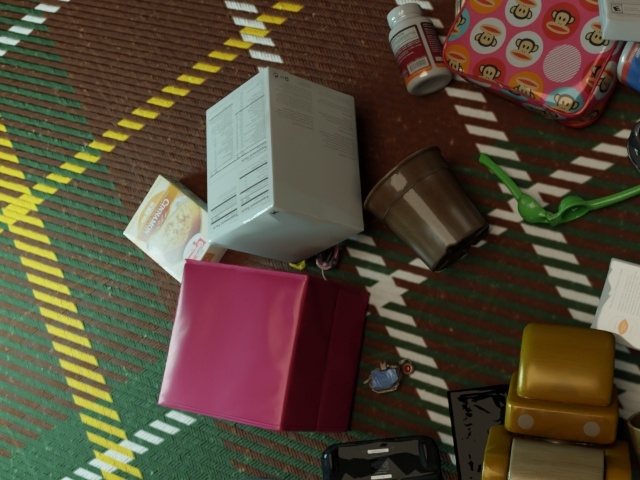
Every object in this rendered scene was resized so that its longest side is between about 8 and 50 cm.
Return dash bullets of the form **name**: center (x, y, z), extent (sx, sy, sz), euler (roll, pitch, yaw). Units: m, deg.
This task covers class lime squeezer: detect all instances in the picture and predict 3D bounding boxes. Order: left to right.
- **lime squeezer**: center (0.400, -0.072, 1.882), extent (0.310, 0.058, 0.110), euler (10, 55, 29)

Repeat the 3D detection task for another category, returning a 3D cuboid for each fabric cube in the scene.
- **fabric cube**: center (-0.093, 0.186, 1.977), extent (0.254, 0.259, 0.258), euler (6, 83, 29)

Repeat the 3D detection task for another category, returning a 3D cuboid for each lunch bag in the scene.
- **lunch bag**: center (0.374, -0.350, 1.887), extent (0.293, 0.120, 0.258), euler (29, 96, 28)

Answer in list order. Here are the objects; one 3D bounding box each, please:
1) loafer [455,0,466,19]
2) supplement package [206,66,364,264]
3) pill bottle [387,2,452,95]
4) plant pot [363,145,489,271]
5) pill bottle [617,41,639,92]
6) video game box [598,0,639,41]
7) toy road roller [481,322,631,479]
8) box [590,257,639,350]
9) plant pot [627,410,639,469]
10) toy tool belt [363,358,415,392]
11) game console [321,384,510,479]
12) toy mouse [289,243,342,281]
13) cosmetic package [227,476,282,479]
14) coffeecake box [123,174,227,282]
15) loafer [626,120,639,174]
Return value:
- **loafer**: center (0.262, -0.447, 2.007), extent (0.039, 0.045, 0.125), euler (5, 91, 11)
- **supplement package**: center (-0.067, -0.125, 1.983), extent (0.198, 0.199, 0.262), euler (-27, 58, 45)
- **pill bottle**: center (0.173, -0.341, 2.009), extent (0.086, 0.086, 0.152), euler (-25, 72, 22)
- **plant pot**: center (0.189, -0.047, 1.924), extent (0.167, 0.167, 0.165), euler (-44, 73, 15)
- **pill bottle**: center (0.587, -0.254, 1.760), extent (0.221, 0.124, 0.124), euler (34, 98, 27)
- **video game box**: center (0.535, -0.378, 1.756), extent (0.205, 0.048, 0.187), euler (5, 51, 2)
- **toy road roller**: center (0.355, 0.262, 1.677), extent (0.203, 0.329, 0.240), euler (4, 102, 12)
- **box**: center (0.525, 0.113, 1.758), extent (0.171, 0.091, 0.130), euler (17, 91, 28)
- **plant pot**: center (0.578, 0.377, 1.637), extent (0.237, 0.237, 0.254), euler (-5, 93, 27)
- **toy tool belt**: center (0.120, 0.236, 1.973), extent (0.083, 0.051, 0.052), euler (-25, 72, 22)
- **game console**: center (0.179, 0.360, 1.879), extent (0.362, 0.044, 0.213), euler (-7, 78, 9)
- **toy mouse**: center (0.000, 0.000, 2.081), extent (0.143, 0.031, 0.161), euler (-44, 66, 16)
- **cosmetic package**: center (-0.109, 0.545, 2.007), extent (0.107, 0.127, 0.237), euler (5, 87, 28)
- **coffeecake box**: center (-0.272, -0.017, 2.204), extent (0.185, 0.068, 0.142), euler (37, 99, 26)
- **loafer**: center (0.582, -0.068, 1.743), extent (0.109, 0.095, 0.302), euler (-41, 70, 8)
